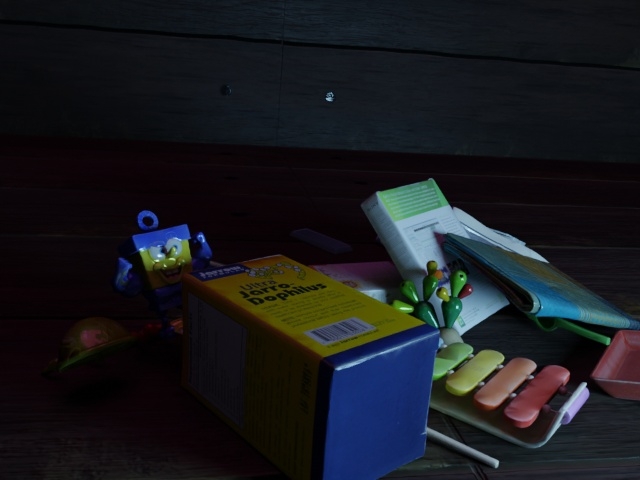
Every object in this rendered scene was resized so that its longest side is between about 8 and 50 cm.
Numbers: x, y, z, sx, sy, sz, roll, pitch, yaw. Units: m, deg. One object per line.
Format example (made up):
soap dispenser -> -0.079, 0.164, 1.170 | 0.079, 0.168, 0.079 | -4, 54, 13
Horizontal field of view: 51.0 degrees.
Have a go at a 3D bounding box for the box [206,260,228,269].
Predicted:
box -> -0.244, 0.087, 1.460 | 0.136, 0.037, 0.225 | 14, 18, 27

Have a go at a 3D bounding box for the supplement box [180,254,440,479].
supplement box -> -0.032, 0.173, 0.971 | 0.195, 0.194, 0.356 | -11, 23, -39

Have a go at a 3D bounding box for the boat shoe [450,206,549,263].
boat shoe -> 0.387, 0.064, 1.590 | 0.340, 0.158, 0.127 | 29, -12, -5

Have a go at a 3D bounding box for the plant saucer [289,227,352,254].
plant saucer -> 0.000, 0.000, 1.829 | 0.067, 0.018, 0.192 | -11, 22, -41

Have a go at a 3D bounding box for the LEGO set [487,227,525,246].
LEGO set -> 0.448, -0.021, 1.941 | 0.244, 0.060, 0.182 | 22, 3, 33

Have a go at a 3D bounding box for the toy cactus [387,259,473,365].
toy cactus -> 0.202, 0.148, 1.215 | 0.180, 0.219, 0.112 | 52, 21, 11

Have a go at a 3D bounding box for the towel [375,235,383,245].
towel -> 0.310, 0.022, 1.813 | 0.209, 0.034, 0.285 | -8, 22, -33

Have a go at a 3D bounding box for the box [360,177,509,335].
box -> 0.239, 0.031, 1.378 | 0.058, 0.322, 0.232 | -36, -13, 39

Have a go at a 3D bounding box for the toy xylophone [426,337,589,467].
toy xylophone -> 0.233, 0.233, 1.037 | 0.322, 0.081, 0.236 | 13, 20, 27

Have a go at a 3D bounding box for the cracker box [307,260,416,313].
cracker box -> 0.102, 0.104, 1.439 | 0.232, 0.067, 0.156 | -2, 20, -20

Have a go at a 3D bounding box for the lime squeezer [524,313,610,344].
lime squeezer -> 0.483, 0.157, 1.393 | 0.110, 0.059, 0.310 | 20, 11, -4

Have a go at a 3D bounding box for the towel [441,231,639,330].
towel -> 0.445, 0.091, 1.353 | 0.370, 0.040, 0.271 | 14, 20, -37

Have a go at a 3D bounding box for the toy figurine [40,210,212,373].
toy figurine -> -0.300, 0.064, 1.119 | 0.362, 0.217, 0.191 | -15, 0, -41

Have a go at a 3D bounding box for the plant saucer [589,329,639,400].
plant saucer -> 0.626, 0.222, 1.154 | 0.259, 0.048, 0.258 | -2, 11, 35
